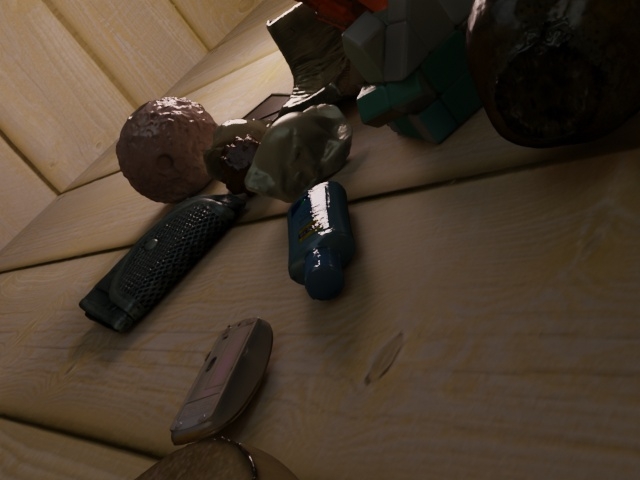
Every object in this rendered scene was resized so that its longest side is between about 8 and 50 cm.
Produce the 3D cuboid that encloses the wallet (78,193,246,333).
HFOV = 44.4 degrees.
[{"bbox_3d":[-0.314,0.028,1.528,0.342,0.075,0.237,-47,27,-20],"label":"wallet"}]

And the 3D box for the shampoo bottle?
[{"bbox_3d":[0.000,0.000,1.103,0.103,0.061,0.258,-35,23,13],"label":"shampoo bottle"}]

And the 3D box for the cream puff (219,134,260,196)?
[{"bbox_3d":[-0.145,-0.145,1.561,0.115,0.094,0.122,6,58,20],"label":"cream puff"}]

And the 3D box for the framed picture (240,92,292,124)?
[{"bbox_3d":[-0.151,-0.308,1.981,0.192,0.018,0.265,-42,22,-8],"label":"framed picture"}]

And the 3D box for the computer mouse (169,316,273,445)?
[{"bbox_3d":[-0.118,0.176,0.970,0.102,0.045,0.199,-25,26,32],"label":"computer mouse"}]

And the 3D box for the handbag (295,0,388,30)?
[{"bbox_3d":[0.079,-0.519,1.519,0.304,0.409,0.116,-62,1,-42],"label":"handbag"}]

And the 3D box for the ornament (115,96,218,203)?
[{"bbox_3d":[-0.360,-0.222,1.867,0.259,0.225,0.259,-33,24,17],"label":"ornament"}]

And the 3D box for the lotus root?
[{"bbox_3d":[0.291,-0.251,0.908,0.250,0.250,0.346,-20,30,39],"label":"lotus root"}]

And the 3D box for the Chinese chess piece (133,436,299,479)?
[{"bbox_3d":[-0.117,0.296,0.654,0.270,0.112,0.270,-33,23,16],"label":"Chinese chess piece"}]

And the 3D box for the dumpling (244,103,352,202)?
[{"bbox_3d":[-0.029,-0.153,1.394,0.151,0.124,0.229,32,74,28],"label":"dumpling"}]

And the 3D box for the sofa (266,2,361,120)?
[{"bbox_3d":[-0.019,-0.383,1.630,0.210,0.226,0.176,-14,16,45],"label":"sofa"}]

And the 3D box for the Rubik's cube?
[{"bbox_3d":[0.141,-0.287,1.231,0.265,0.213,0.224,-44,24,-5],"label":"Rubik's cube"}]

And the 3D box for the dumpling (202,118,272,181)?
[{"bbox_3d":[-0.176,-0.187,1.675,0.181,0.155,0.111,-9,49,-21],"label":"dumpling"}]
